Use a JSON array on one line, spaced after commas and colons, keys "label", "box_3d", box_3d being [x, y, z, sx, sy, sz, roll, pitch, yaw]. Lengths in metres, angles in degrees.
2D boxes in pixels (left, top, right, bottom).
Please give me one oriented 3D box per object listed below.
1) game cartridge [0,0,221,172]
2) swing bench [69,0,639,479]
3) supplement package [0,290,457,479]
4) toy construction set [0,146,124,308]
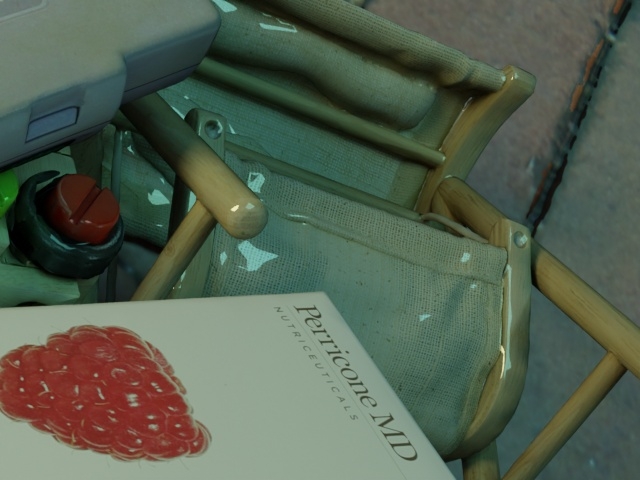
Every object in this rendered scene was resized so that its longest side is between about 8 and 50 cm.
[{"label": "game cartridge", "box_3d": [-0.227, -0.099, 0.610, 0.355, 0.068, 0.230, -26, 80, -41]}, {"label": "swing bench", "box_3d": [0.000, 0.000, 0.840, 0.253, 0.165, 0.255, 19, 32, -29]}, {"label": "supplement package", "box_3d": [-0.105, 0.140, 0.594, 0.293, 0.175, 0.177, -2, 41, -37]}, {"label": "toy construction set", "box_3d": [-0.207, -0.043, 0.711, 0.215, 0.151, 0.328, 11, 61, -35]}]
